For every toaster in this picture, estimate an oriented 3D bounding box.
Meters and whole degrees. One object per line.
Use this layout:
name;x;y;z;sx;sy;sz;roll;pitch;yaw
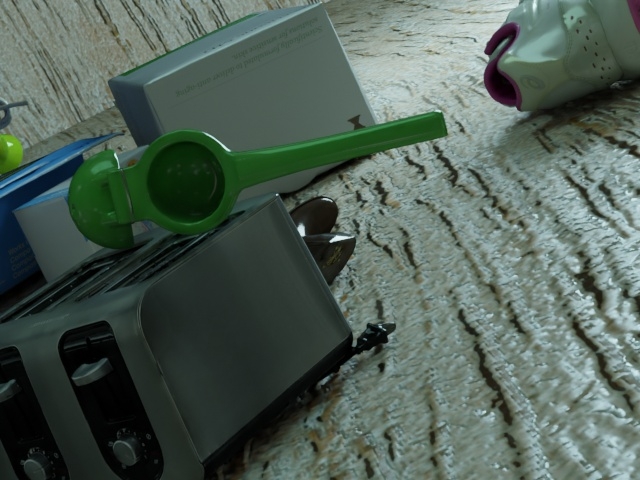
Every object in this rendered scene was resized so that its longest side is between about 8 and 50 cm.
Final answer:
toaster;-0.087;0.062;0.961;0.168;0.110;0.186;-15;15;41

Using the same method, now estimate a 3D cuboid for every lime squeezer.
lime squeezer;-0.070;-0.026;0.951;0.110;0.058;0.310;7;-12;-38

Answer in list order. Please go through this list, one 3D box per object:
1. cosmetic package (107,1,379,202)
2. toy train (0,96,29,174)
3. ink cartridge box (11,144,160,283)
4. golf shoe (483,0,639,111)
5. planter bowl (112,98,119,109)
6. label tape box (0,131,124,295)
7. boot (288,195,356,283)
cosmetic package;-0.087;-0.133;1.750;0.197;0.155;0.365;-26;10;-10
toy train;-0.383;-0.105;1.919;0.248;0.105;0.143;-14;-12;26
ink cartridge box;-0.209;-0.026;1.684;0.090;0.092;0.143;-14;16;44
golf shoe;0.190;-0.177;1.453;0.140;0.115;0.306;-29;10;3
planter bowl;-0.172;-0.168;2.213;0.162;0.109;0.162;-25;10;5
label tape box;-0.372;0.014;1.799;0.348;0.115;0.249;-16;14;41
boot;0.000;0.000;1.237;0.106;0.037;0.114;-46;15;-25
